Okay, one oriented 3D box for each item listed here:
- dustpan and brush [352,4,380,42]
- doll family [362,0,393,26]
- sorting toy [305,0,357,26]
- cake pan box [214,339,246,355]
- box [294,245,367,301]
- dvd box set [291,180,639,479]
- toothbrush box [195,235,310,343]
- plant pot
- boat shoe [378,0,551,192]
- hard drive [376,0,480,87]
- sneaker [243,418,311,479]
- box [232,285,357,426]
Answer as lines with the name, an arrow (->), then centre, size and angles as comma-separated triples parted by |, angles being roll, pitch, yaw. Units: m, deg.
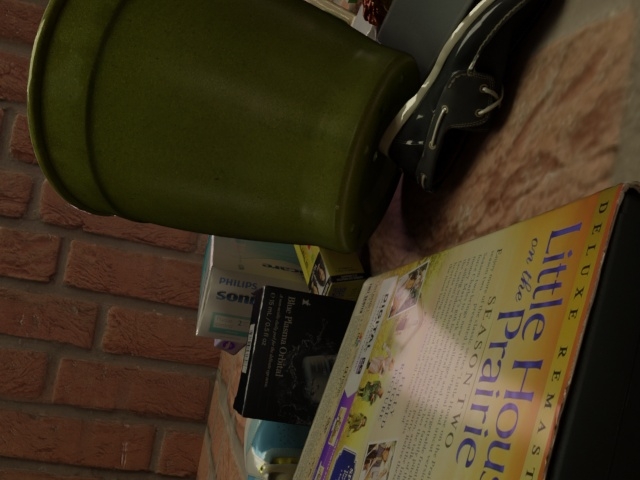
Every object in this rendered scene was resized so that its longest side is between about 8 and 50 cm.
dustpan and brush -> 0.067, -0.309, 1.120 | 0.147, 0.060, 0.211 | -92, 25, -52
doll family -> 0.105, -0.382, 0.837 | 0.163, 0.118, 0.263 | 123, 155, -60
sorting toy -> -0.020, -0.423, 1.348 | 0.047, 0.196, 0.347 | -26, -35, -47
cake pan box -> -0.151, 0.099, 1.494 | 0.246, 0.070, 0.267 | -40, 33, 33
box -> 0.000, 0.000, 0.955 | 0.087, 0.058, 0.232 | 108, 152, -45
dvd box set -> 0.075, 0.151, 0.480 | 0.420, 0.062, 0.307 | 143, 149, -72
toothbrush box -> -0.095, 0.063, 1.102 | 0.295, 0.216, 0.126 | -116, 39, -69
plant pot -> -0.079, -0.151, 0.771 | 0.366, 0.353, 0.366 | -56, -22, -38
boat shoe -> 0.144, -0.141, 0.592 | 0.079, 0.084, 0.233 | 54, 138, 20
hard drive -> 0.124, -0.262, 0.745 | 0.094, 0.022, 0.135 | 52, 147, 16
sneaker -> -0.040, 0.354, 0.808 | 0.208, 0.127, 0.319 | -130, 43, -77
box -> -0.013, 0.146, 0.783 | 0.093, 0.158, 0.156 | 147, 133, -74
